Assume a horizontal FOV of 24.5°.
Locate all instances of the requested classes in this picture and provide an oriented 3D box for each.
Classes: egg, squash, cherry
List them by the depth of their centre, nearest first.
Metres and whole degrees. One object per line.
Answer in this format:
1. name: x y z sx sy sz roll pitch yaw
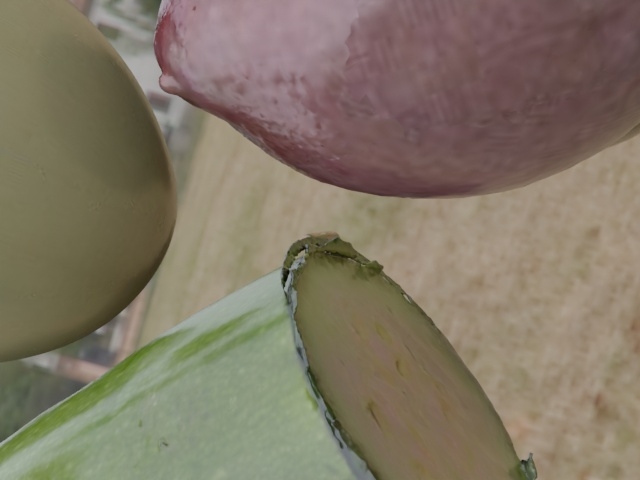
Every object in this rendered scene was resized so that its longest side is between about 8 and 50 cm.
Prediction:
1. cherry: 0.057 -0.111 0.623 0.239 0.206 0.239 -27 43 29
2. egg: -0.179 -0.041 0.630 0.186 0.241 0.186 -61 6 11
3. squash: -0.073 0.195 0.946 0.384 0.263 0.263 -34 26 23

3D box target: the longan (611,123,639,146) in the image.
1. longan: 0.125 -0.166 0.875 0.258 0.258 0.258 -164 90 -82

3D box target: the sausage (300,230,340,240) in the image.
1. sausage: 0.000 0.000 1.227 0.100 0.015 0.015 -8 -64 -75
